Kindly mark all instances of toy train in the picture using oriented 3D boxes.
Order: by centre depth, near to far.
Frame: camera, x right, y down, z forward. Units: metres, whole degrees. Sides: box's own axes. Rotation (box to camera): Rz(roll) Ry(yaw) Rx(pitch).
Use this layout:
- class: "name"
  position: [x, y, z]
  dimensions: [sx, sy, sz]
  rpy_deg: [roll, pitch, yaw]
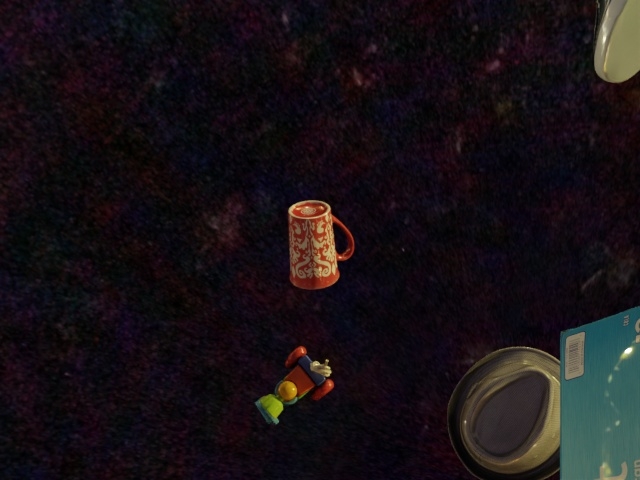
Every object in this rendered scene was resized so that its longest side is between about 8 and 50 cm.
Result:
- class: "toy train"
  position: [-0.057, 0.286, 1.430]
  dimensions: [0.143, 0.248, 0.105]
  rpy_deg: [-39, 81, -14]

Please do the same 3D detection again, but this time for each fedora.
- class: "fedora"
  position: [0.360, 0.317, 1.367]
  dimensions: [0.275, 0.124, 0.244]
  rpy_deg: [-43, 65, -2]

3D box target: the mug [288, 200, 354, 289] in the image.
- class: "mug"
  position: [-0.009, -0.001, 1.631]
  dimensions: [0.113, 0.169, 0.150]
  rpy_deg: [15, 34, 32]

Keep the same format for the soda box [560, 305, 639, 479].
- class: "soda box"
  position: [0.143, 0.133, 0.292]
  dimensions: [0.071, 0.067, 0.210]
  rpy_deg: [23, 59, -21]

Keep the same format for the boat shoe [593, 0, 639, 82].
- class: "boat shoe"
  position: [0.272, -0.240, 0.665]
  dimensions: [0.083, 0.065, 0.183]
  rpy_deg: [-134, 51, -56]
